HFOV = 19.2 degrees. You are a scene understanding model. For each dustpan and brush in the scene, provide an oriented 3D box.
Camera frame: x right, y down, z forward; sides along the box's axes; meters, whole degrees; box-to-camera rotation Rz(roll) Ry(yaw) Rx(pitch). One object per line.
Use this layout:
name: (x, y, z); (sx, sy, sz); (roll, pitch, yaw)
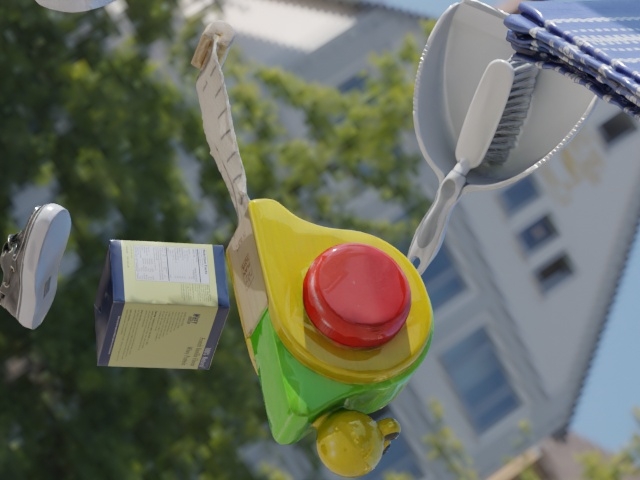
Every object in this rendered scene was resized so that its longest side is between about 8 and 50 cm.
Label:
dustpan and brush: (0.118, -0.068, 1.451); (0.147, 0.211, 0.060); (26, 13, 24)

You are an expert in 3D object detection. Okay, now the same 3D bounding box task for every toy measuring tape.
toy measuring tape: (0.000, 0.000, 1.230); (0.121, 0.121, 0.330); (90, -13, -62)

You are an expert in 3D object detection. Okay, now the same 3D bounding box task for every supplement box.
supplement box: (-0.115, 0.047, 1.356); (0.083, 0.083, 0.056); (111, -23, -51)

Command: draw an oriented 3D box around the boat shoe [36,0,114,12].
boat shoe: (-0.195, -0.341, 1.873); (0.113, 0.306, 0.105); (19, -44, 21)

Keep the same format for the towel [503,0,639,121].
towel: (0.296, -0.082, 1.174); (0.336, 0.243, 0.040); (42, -49, 50)

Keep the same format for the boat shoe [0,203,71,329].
boat shoe: (-0.216, 0.017, 1.391); (0.040, 0.049, 0.142); (29, -37, 6)
